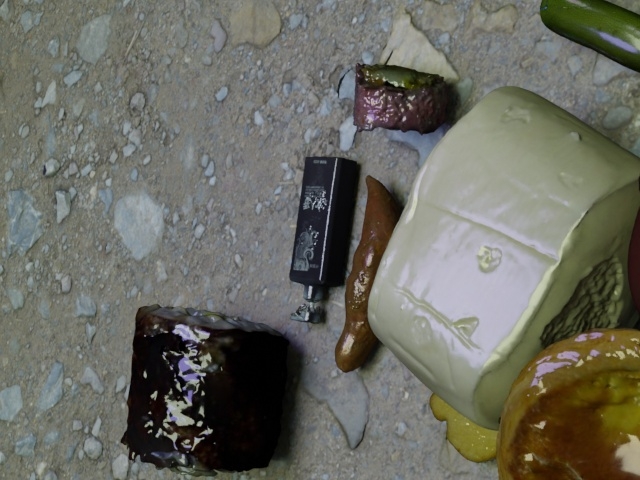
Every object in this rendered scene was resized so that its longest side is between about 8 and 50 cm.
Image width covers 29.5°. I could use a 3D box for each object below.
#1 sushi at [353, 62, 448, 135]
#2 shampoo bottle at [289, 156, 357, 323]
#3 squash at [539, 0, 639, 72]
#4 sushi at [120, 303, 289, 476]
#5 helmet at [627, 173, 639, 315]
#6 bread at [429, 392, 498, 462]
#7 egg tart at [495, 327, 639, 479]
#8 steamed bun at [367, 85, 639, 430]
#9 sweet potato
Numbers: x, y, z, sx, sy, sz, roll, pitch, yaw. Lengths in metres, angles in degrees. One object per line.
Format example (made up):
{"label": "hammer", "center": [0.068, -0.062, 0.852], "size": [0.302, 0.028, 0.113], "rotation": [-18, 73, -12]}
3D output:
{"label": "sushi", "center": [0.140, -0.256, 2.144], "size": [0.241, 0.161, 0.107], "rotation": [-91, 5, -72]}
{"label": "shampoo bottle", "center": [0.001, 0.000, 2.255], "size": [0.098, 0.071, 0.309], "rotation": [5, 86, 40]}
{"label": "squash", "center": [0.466, -0.318, 1.888], "size": [0.331, 0.087, 0.087], "rotation": [38, 107, 38]}
{"label": "sushi", "center": [-0.210, 0.279, 2.248], "size": [0.299, 0.281, 0.294], "rotation": [4, 84, 57]}
{"label": "helmet", "center": [0.534, 0.057, 1.593], "size": [0.337, 0.385, 0.230], "rotation": [43, 130, 27]}
{"label": "bread", "center": [0.275, 0.272, 1.959], "size": [0.187, 0.065, 0.149], "rotation": [-32, 72, 30]}
{"label": "egg tart", "center": [0.439, 0.308, 1.590], "size": [0.443, 0.178, 0.443], "rotation": [16, 117, 34]}
{"label": "steamed bun", "center": [0.301, 0.032, 1.831], "size": [0.371, 0.290, 0.456], "rotation": [41, 104, 45]}
{"label": "sweet potato", "center": [0.095, 0.063, 2.137], "size": [0.106, 0.095, 0.354], "rotation": [8, 88, 39]}
